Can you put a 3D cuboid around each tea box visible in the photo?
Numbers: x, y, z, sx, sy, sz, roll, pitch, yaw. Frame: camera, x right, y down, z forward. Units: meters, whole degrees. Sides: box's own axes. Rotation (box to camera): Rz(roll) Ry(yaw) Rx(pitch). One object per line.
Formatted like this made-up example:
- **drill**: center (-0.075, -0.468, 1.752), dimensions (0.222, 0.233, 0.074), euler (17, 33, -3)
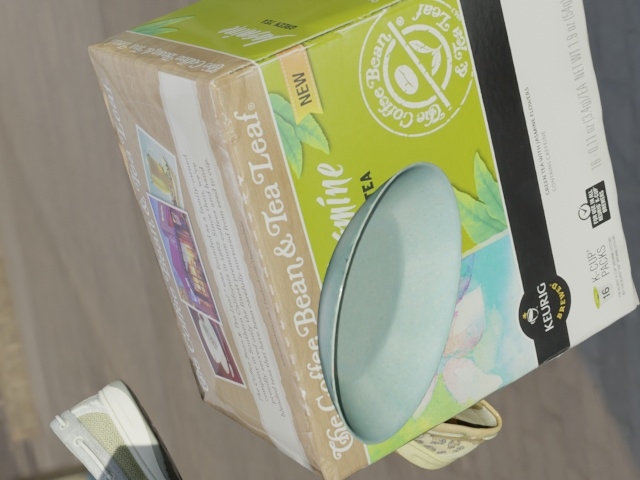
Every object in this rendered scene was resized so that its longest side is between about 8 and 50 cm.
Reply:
- **tea box**: center (0.041, -0.045, 1.181), dimensions (0.220, 0.323, 0.329), euler (23, 135, 56)

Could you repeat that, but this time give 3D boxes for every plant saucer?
- **plant saucer**: center (0.040, 0.039, 1.015), dimensions (0.037, 0.195, 0.195), euler (13, 123, 27)

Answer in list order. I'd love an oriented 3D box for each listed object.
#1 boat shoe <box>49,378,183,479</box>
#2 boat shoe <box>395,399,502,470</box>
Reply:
- **boat shoe**: center (-0.184, 0.301, 1.599), dimensions (0.320, 0.103, 0.118), euler (60, 174, 23)
- **boat shoe**: center (0.065, 0.141, 1.494), dimensions (0.089, 0.285, 0.104), euler (-28, 49, 33)
